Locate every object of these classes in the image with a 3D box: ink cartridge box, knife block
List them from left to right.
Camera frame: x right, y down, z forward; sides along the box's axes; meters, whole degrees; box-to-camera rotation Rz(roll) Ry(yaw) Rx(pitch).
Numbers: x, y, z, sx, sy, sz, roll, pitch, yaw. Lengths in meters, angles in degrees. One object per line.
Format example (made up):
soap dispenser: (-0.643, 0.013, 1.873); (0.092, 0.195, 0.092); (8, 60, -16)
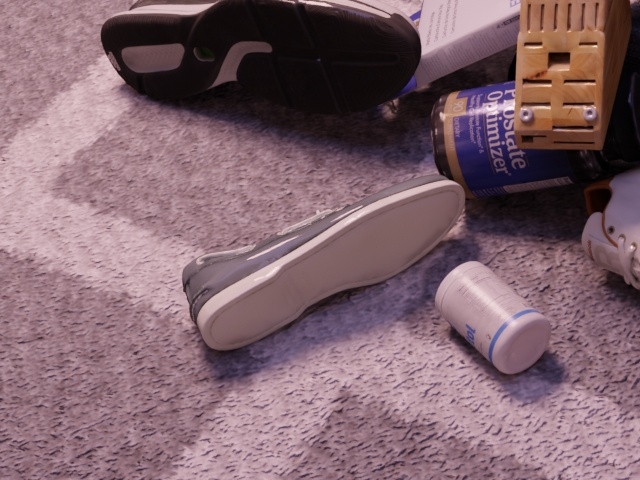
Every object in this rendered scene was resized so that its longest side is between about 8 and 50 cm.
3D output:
ink cartridge box: (0.171, -0.276, 1.722); (0.224, 0.045, 0.223); (-24, 29, 25)
knife block: (0.276, -0.222, 1.500); (0.088, 0.242, 0.276); (2, 88, 21)

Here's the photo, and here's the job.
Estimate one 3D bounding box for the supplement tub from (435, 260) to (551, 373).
supplement tub: (0.173, 0.077, 1.433); (0.071, 0.071, 0.107); (-30, 46, -18)

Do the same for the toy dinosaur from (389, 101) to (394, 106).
toy dinosaur: (0.049, -0.192, 1.736); (0.047, 0.090, 0.082); (-29, 11, -4)

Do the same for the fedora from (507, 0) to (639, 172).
fedora: (0.375, -0.223, 1.638); (0.334, 0.152, 0.334); (-6, 44, 5)

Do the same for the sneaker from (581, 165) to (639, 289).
sneaker: (0.335, 0.027, 1.437); (0.123, 0.106, 0.290); (-13, 33, 3)

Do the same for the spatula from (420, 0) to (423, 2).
spatula: (0.174, -0.374, 1.928); (0.168, 0.019, 0.242); (-29, 47, -16)

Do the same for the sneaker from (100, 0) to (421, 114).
sneaker: (-0.039, -0.298, 1.756); (0.447, 0.169, 0.257); (7, 46, 35)

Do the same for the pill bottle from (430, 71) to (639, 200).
pill bottle: (0.240, -0.117, 1.545); (0.219, 0.123, 0.123); (-9, 42, 25)

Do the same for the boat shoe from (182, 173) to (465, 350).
boat shoe: (0.000, 0.000, 1.517); (0.319, 0.116, 0.099); (-28, 50, -9)
